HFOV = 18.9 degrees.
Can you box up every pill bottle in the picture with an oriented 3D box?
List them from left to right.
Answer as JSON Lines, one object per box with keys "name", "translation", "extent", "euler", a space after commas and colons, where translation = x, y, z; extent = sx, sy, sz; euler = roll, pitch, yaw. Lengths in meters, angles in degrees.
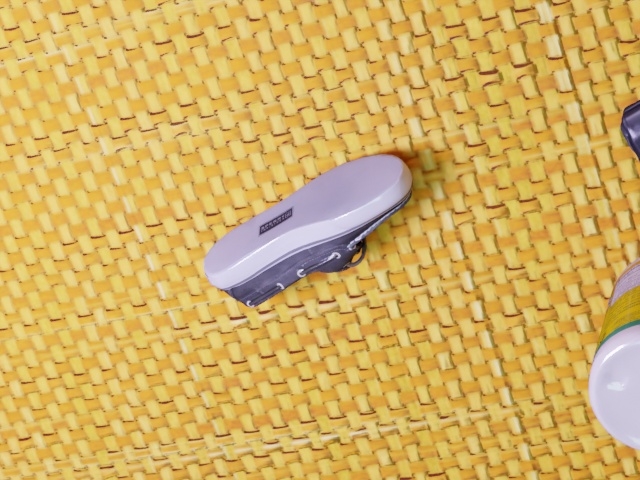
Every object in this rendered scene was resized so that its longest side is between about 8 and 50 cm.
{"name": "pill bottle", "translation": [0.294, 0.078, 1.608], "extent": [0.117, 0.208, 0.118], "euler": [7, 119, 13]}

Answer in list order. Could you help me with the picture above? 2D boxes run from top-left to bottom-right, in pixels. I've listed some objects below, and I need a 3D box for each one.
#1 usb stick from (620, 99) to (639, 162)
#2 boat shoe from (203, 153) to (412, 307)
{"name": "usb stick", "translation": [0.371, -0.137, 1.567], "extent": [0.278, 0.045, 0.077], "euler": [-31, 97, 29]}
{"name": "boat shoe", "translation": [0.000, 0.000, 1.740], "extent": [0.228, 0.080, 0.076], "euler": [-29, 123, 25]}
